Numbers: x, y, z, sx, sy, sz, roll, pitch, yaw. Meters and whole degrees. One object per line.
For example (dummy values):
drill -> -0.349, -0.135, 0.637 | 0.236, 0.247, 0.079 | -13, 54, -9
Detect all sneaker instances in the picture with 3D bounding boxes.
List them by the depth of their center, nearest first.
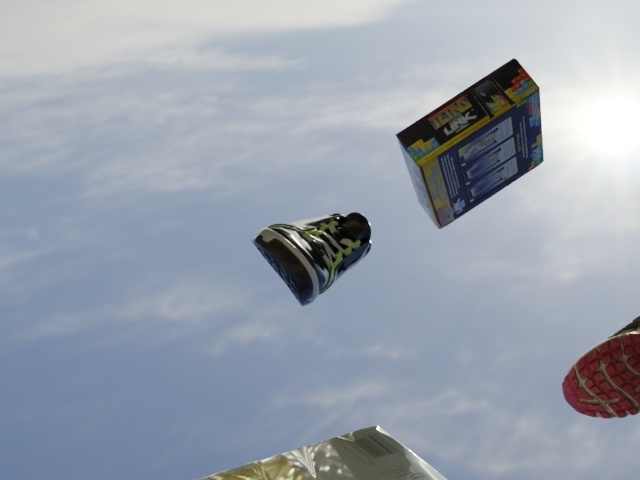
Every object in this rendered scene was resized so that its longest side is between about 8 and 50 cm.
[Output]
sneaker -> 0.000, 0.000, 1.042 | 0.097, 0.084, 0.234 | -38, 179, 4
sneaker -> 0.507, 0.176, 1.644 | 0.299, 0.121, 0.112 | -29, 179, -5

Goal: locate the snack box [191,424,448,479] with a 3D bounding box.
snack box -> -0.013, 0.219, 0.670 | 0.321, 0.060, 0.187 | -6, -150, -45

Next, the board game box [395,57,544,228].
board game box -> 0.159, -0.095, 1.097 | 0.141, 0.170, 0.048 | -32, -114, -1
